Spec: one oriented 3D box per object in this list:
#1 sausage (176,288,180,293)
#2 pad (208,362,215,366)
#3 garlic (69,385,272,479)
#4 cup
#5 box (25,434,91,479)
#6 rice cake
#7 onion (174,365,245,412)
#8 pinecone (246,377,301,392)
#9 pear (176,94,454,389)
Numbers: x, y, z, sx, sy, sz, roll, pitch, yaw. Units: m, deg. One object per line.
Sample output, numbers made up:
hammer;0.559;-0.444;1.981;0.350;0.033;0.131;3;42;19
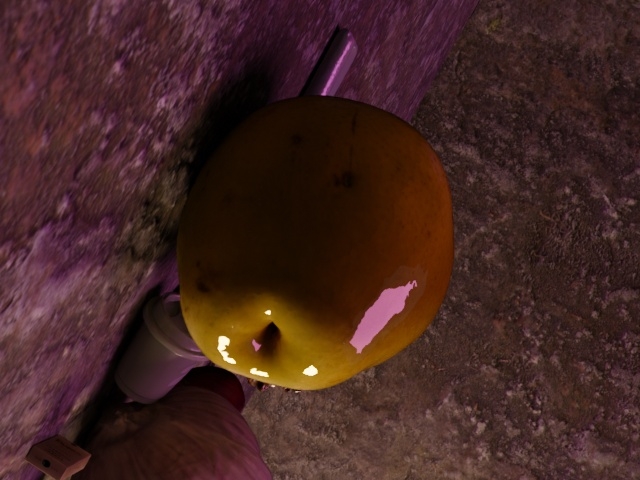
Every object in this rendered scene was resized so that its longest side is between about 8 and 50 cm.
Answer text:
sausage;-0.204;0.088;1.282;0.177;0.040;0.047;-55;178;-41
pad;-0.312;0.380;1.884;0.174;0.022;0.233;-63;175;17
garlic;-0.227;0.344;1.224;0.317;0.259;0.317;-31;-159;14
cup;-0.224;0.156;1.160;0.141;0.120;0.120;-48;178;16
box;-0.333;0.277;1.051;0.024;0.053;0.083;-59;173;-2
rice cake;-0.004;-0.242;1.362;0.222;0.042;0.080;-60;175;3
onion;-0.250;0.331;1.508;0.248;0.161;0.248;-48;170;-11
pinecone;-0.096;0.148;1.516;0.224;0.273;0.224;-22;158;-9
pear;0.000;0.000;1.059;0.362;0.362;0.418;-65;178;40
